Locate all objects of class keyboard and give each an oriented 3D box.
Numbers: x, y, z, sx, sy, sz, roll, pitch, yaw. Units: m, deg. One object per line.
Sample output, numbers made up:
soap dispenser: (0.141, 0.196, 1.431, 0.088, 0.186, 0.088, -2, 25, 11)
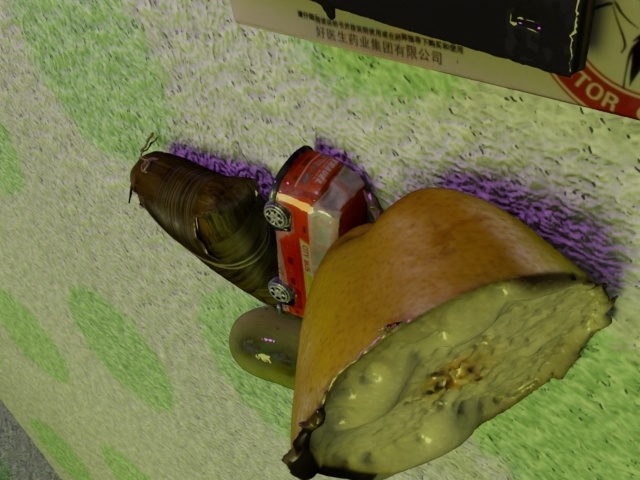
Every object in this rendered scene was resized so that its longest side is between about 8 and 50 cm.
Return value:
keyboard: (0.013, -0.179, 0.487, 0.317, 0.027, 0.106, 26, 138, 31)

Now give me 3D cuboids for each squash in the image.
squash: (0.001, 0.138, 0.897, 0.250, 0.083, 0.083, 23, 139, 33)

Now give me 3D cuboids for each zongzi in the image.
zongzi: (-0.116, -0.008, 0.895, 0.187, 0.084, 0.184, 26, 152, 42)

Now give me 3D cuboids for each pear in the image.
pear: (0.071, 0.056, 0.653, 0.267, 0.267, 0.178, 95, 156, -49)

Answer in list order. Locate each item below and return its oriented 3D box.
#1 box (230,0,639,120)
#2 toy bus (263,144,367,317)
box: (0.070, -0.204, 0.475, 0.353, 0.069, 0.214, 21, 139, 33)
toy bus: (0.000, 0.000, 0.762, 0.077, 0.079, 0.174, 23, 140, 21)
